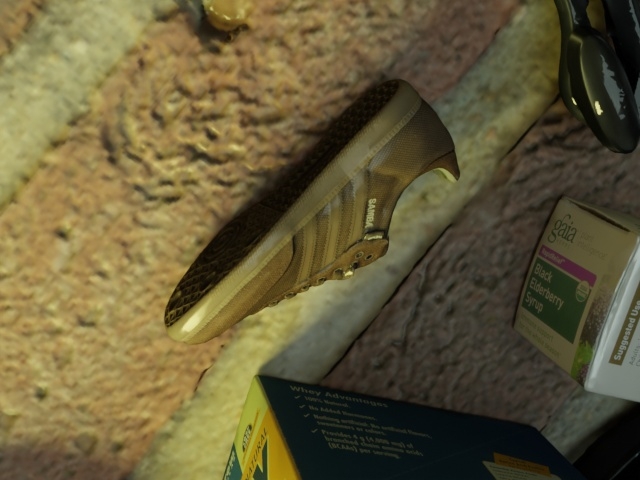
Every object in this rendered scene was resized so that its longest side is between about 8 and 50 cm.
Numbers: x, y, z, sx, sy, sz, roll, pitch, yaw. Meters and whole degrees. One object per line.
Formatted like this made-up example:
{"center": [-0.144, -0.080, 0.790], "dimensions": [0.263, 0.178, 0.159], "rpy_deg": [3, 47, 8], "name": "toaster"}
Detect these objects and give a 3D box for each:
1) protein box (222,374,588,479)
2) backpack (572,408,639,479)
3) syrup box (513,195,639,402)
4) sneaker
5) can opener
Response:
{"center": [0.056, 0.188, 0.486], "dimensions": [0.199, 0.201, 0.136], "rpy_deg": [13, 101, -17], "name": "protein box"}
{"center": [0.223, 0.194, 0.573], "dimensions": [0.115, 0.152, 0.182], "rpy_deg": [41, 80, -26], "name": "backpack"}
{"center": [0.250, 0.052, 0.556], "dimensions": [0.237, 0.093, 0.096], "rpy_deg": [12, 102, -17], "name": "syrup box"}
{"center": [0.000, 0.000, 0.494], "dimensions": [0.188, 0.066, 0.071], "rpy_deg": [-44, 111, 1], "name": "sneaker"}
{"center": [0.149, -0.140, 0.499], "dimensions": [0.059, 0.073, 0.186], "rpy_deg": [-19, 100, 0], "name": "can opener"}
